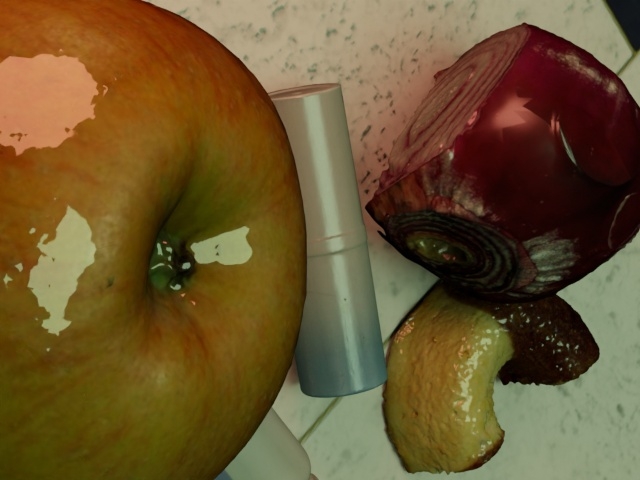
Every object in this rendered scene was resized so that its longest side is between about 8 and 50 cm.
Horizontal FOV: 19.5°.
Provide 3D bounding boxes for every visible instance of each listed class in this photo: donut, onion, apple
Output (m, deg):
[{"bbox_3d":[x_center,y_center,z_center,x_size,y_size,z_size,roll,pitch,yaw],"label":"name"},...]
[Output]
[{"bbox_3d":[0.149,0.106,1.645,0.217,0.085,0.141,-42,117,-24],"label":"donut"},{"bbox_3d":[0.183,-0.059,1.546,0.207,0.206,0.216,40,54,-19],"label":"onion"},{"bbox_3d":[-0.190,0.019,1.239,0.400,0.333,0.400,-4,96,-34],"label":"apple"}]

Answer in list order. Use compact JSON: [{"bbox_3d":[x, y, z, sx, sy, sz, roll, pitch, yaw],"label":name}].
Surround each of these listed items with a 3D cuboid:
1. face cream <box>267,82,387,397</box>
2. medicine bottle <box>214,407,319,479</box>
[{"bbox_3d":[0.000,0.000,1.532,0.077,0.077,0.250,-17,102,-34],"label":"face cream"},{"bbox_3d":[-0.073,0.170,1.477,0.103,0.103,0.187,-47,119,-24],"label":"medicine bottle"}]
